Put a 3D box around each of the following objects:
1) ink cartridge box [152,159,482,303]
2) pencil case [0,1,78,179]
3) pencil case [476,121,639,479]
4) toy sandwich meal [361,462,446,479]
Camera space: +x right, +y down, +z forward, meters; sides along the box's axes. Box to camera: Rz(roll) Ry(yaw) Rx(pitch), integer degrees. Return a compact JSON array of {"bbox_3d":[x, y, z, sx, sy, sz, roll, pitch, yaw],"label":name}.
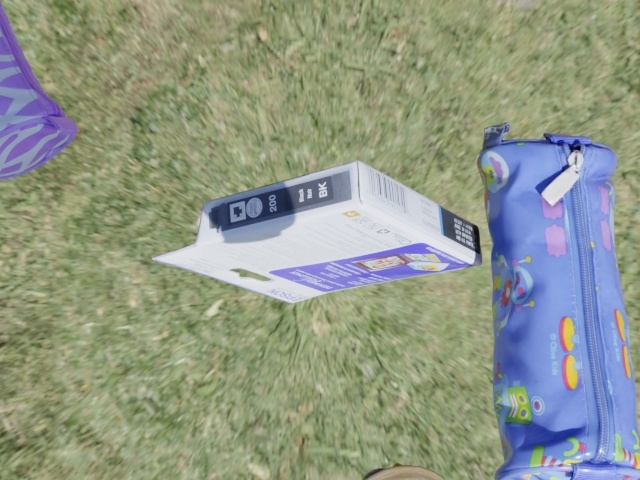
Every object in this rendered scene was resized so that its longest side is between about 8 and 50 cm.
[{"bbox_3d":[0.000,0.000,1.021,0.208,0.206,0.045,-14,69,31],"label":"ink cartridge box"},{"bbox_3d":[-0.241,-0.142,0.817,0.088,0.086,0.206,-29,81,15],"label":"pencil case"},{"bbox_3d":[0.195,0.056,0.977,0.119,0.133,0.306,1,75,-7],"label":"pencil case"},{"bbox_3d":[0.036,0.147,0.577,0.086,0.029,0.085,-2,94,-25],"label":"toy sandwich meal"}]
